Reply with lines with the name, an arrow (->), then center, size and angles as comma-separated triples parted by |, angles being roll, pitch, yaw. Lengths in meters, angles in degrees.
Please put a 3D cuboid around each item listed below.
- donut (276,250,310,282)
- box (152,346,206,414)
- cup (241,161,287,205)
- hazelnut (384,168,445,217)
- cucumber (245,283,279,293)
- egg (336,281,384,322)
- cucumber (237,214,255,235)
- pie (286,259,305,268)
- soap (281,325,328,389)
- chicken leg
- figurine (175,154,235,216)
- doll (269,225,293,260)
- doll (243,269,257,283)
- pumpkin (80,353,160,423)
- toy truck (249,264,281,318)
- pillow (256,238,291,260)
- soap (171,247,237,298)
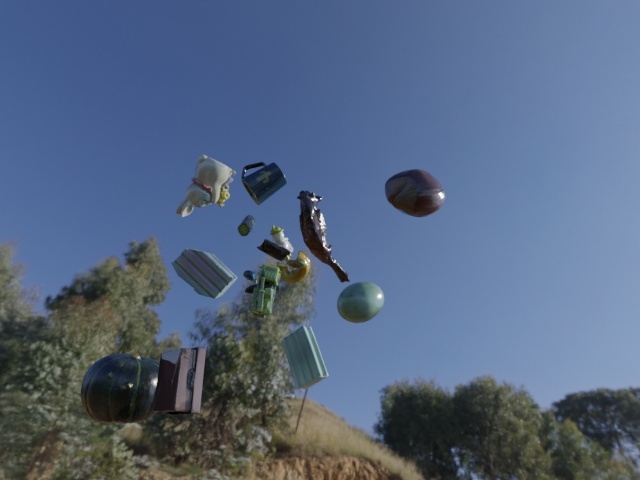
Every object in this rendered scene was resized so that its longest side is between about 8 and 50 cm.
donut -> -0.132, 0.150, 2.170 | 0.181, 0.078, 0.146 | -27, -74, 2
box -> -0.484, 0.480, 1.446 | 0.086, 0.215, 0.215 | 17, -27, -35
cup -> -0.244, -0.258, 1.781 | 0.176, 0.155, 0.131 | 54, -11, 14
hazelnut -> 0.356, -0.174, 1.584 | 0.181, 0.212, 0.180 | -48, -35, 16
cucumber -> -0.303, 0.248, 2.198 | 0.181, 0.053, 0.053 | -7, -32, -25
egg -> 0.173, 0.260, 1.798 | 0.230, 0.168, 0.168 | -15, -22, -37
cucumber -> -0.360, -0.086, 2.109 | 0.067, 0.293, 0.068 | -1, -75, -2
pie -> -0.102, 0.098, 1.743 | 0.084, 0.021, 0.084 | 4, -21, 2
soap -> -0.080, 0.577, 2.093 | 0.159, 0.266, 0.087 | -37, -34, 21
chicken leg -> 0.000, 0.000, 1.636 | 0.095, 0.158, 0.407 | -19, -78, 34
figurine -> -0.424, -0.180, 1.563 | 0.127, 0.236, 0.155 | 25, 0, 34
doll -> -0.200, 0.011, 2.166 | 0.081, 0.129, 0.207 | -10, -58, 24
doll -> -0.333, 0.166, 2.001 | 0.076, 0.051, 0.083 | 26, -4, 11
pumpkin -> -0.746, 0.565, 1.637 | 0.323, 0.242, 0.323 | 4, -9, 1
toy truck -> -0.177, 0.159, 1.354 | 0.077, 0.169, 0.100 | 14, -20, -1
pillow -> -0.219, 0.048, 1.998 | 0.150, 0.048, 0.090 | 29, -55, -19
soap -> -0.472, 0.126, 1.719 | 0.230, 0.145, 0.091 | 43, 2, 3
